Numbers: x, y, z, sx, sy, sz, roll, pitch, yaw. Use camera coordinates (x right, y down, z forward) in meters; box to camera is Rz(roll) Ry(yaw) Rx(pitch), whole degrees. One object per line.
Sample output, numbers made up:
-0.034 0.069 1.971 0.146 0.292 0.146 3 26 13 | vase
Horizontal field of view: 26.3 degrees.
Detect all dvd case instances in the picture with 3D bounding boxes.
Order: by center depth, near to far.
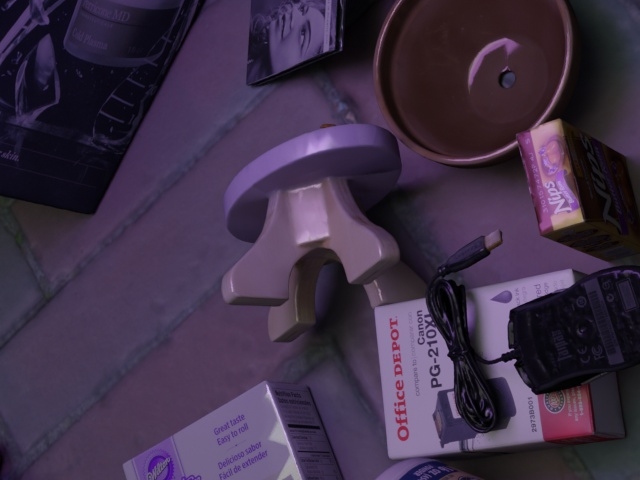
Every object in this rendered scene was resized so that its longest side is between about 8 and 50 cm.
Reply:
-0.031 -0.286 1.658 0.221 0.018 0.164 -10 75 59 | dvd case

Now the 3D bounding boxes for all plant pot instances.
0.185 -0.190 1.507 0.237 0.110 0.237 -5 80 32 | plant pot

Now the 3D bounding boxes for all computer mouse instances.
0.225 0.064 1.354 0.262 0.060 0.184 -31 70 35 | computer mouse

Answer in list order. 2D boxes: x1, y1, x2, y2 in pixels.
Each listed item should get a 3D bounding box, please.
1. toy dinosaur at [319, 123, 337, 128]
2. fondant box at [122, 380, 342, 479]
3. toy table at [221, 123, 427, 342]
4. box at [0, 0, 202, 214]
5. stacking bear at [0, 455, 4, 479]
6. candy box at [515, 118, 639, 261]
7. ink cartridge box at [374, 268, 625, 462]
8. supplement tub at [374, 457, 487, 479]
0.010 -0.091 1.599 0.064 0.211 0.112 33 60 -3 | toy dinosaur
-0.073 0.362 1.589 0.238 0.096 0.330 -32 65 25 | fondant box
0.000 0.000 1.532 0.274 0.252 0.161 126 139 -61 | toy table
-0.417 -0.327 1.696 0.297 0.480 0.472 33 100 30 | box
-0.403 0.399 1.764 0.289 0.175 0.164 29 96 25 | stacking bear
0.267 -0.047 1.384 0.053 0.186 0.109 -20 72 29 | candy box
0.185 0.139 1.456 0.237 0.100 0.172 -13 75 30 | ink cartridge box
0.184 0.365 1.343 0.316 0.228 0.228 17 91 33 | supplement tub
